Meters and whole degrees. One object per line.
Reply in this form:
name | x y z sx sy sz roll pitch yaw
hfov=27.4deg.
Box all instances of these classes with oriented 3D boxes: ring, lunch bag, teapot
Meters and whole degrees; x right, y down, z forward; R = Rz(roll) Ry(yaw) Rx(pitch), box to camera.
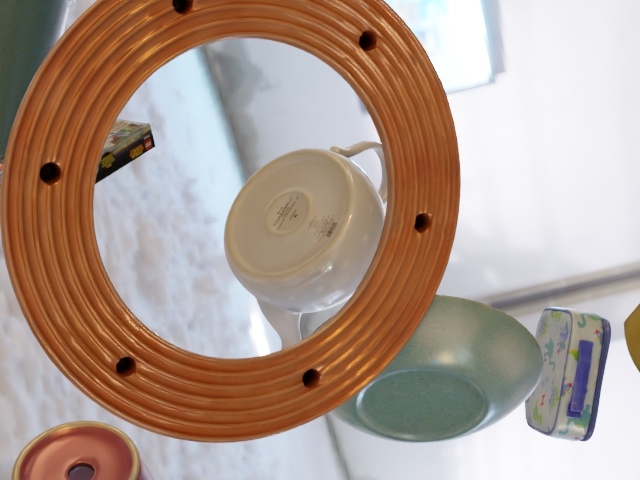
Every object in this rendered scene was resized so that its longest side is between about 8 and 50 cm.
ring | -0.053 -0.028 0.896 0.032 0.336 0.337 17 -55 61
lunch bag | 0.414 0.224 2.201 0.176 0.090 0.219 170 -71 -82
teapot | 0.000 0.000 1.886 0.187 0.256 0.253 42 27 -48

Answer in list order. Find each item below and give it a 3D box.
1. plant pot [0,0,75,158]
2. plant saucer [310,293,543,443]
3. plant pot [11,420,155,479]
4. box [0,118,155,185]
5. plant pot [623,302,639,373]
plant pot | -0.524 -0.287 1.909 0.341 0.341 0.334 5 94 -86
plant saucer | 0.079 0.115 1.033 0.195 0.194 0.037 72 16 -48
plant pot | -0.240 0.293 1.358 0.201 0.201 0.180 -98 -175 -51
box | -0.230 -0.073 1.193 0.137 0.094 0.027 -38 129 -42
plant pot | 0.311 0.083 1.131 0.081 0.081 0.083 4 39 -45
